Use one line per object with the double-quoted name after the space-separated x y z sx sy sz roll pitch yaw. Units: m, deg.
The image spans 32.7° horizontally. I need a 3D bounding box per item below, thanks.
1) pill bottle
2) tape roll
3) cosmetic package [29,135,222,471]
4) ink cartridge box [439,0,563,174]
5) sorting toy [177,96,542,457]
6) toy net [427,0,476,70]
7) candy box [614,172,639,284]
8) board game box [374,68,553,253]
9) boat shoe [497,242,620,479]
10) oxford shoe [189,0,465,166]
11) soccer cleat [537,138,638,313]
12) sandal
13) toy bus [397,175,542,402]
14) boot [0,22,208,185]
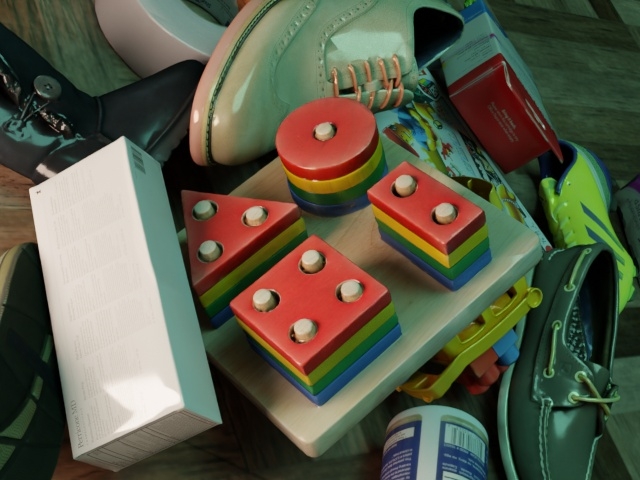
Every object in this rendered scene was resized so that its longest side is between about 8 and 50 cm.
0.094 0.235 0.935 0.094 0.094 0.169 28 44 -16 "pill bottle"
-0.130 -0.249 1.185 0.219 0.072 0.219 21 47 -23 "tape roll"
-0.154 0.046 0.841 0.060 0.098 0.239 42 27 -57 "cosmetic package"
0.211 -0.178 1.315 0.134 0.078 0.231 48 22 -28 "ink cartridge box"
0.000 0.000 0.901 0.257 0.089 0.255 -39 51 -17 "sorting toy"
0.157 -0.283 1.461 0.122 0.045 0.232 48 40 -26 "toy net"
0.517 0.011 1.465 0.233 0.071 0.159 16 48 -26 "candy box"
0.121 -0.067 1.239 0.193 0.053 0.305 -17 68 -44 "board game box"
0.251 0.136 1.111 0.109 0.091 0.305 33 52 -30 "boat shoe"
0.017 -0.180 1.088 0.146 0.141 0.397 23 43 21 "oxford shoe"
0.301 -0.013 1.300 0.121 0.093 0.289 33 37 -21 "soccer cleat"
-0.245 0.113 0.790 0.120 0.086 0.303 59 18 -22 "sandal"
0.097 0.076 1.035 0.220 0.149 0.211 -38 110 -19 "toy bus"
-0.222 -0.138 1.004 0.207 0.094 0.246 38 48 -11 "boot"
